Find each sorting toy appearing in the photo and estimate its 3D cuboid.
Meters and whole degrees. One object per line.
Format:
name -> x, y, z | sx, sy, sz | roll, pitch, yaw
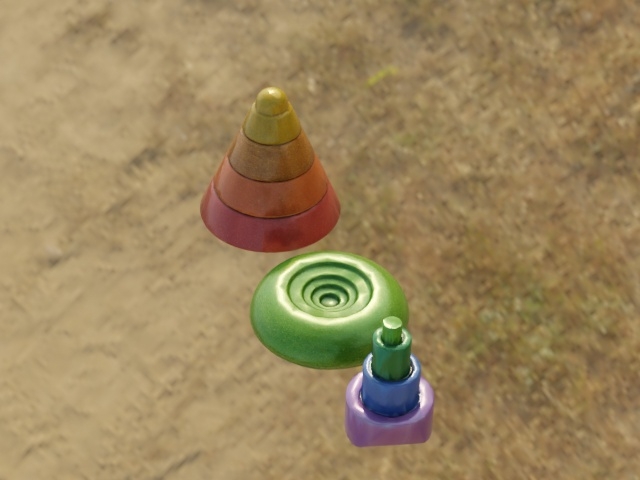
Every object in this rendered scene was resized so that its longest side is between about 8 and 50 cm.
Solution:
sorting toy -> 0.000, 0.000, 1.289 | 0.127, 0.126, 0.365 | -12, 40, -16
